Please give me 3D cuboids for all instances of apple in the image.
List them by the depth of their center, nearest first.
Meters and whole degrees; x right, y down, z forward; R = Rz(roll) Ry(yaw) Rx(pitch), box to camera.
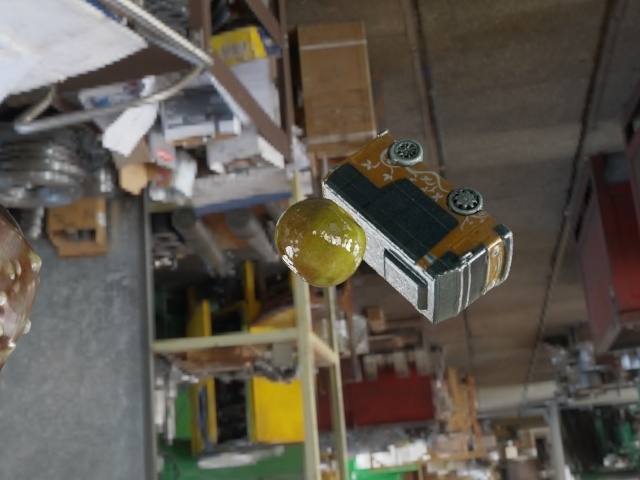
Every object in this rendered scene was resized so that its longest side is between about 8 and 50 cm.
[{"bbox_3d":[0.000,0.000,0.960,0.074,0.089,0.089,-45,152,10],"label":"apple"}]

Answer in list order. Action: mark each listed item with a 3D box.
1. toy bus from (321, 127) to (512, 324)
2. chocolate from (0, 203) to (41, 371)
[{"bbox_3d":[0.139,-0.020,1.492,0.167,0.275,0.138,-36,149,-21],"label":"toy bus"},{"bbox_3d":[-0.478,0.117,1.203,0.225,0.210,0.340,35,99,-29],"label":"chocolate"}]
